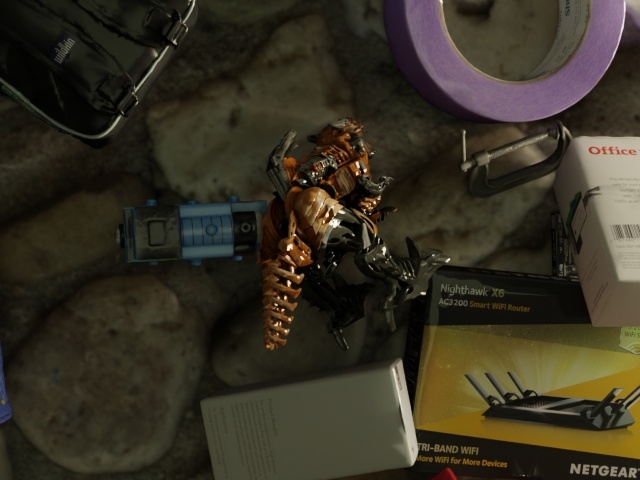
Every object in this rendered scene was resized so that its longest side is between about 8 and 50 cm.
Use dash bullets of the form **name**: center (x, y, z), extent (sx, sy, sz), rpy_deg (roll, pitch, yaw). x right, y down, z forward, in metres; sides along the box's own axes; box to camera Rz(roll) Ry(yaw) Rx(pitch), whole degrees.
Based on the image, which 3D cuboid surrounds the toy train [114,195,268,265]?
- **toy train**: center (-0.143, -0.010, 1.366), extent (0.184, 0.105, 0.080), rpy_deg (-3, 92, -9)

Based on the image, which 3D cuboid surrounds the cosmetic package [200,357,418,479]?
- **cosmetic package**: center (-0.012, 0.213, 1.364), extent (0.231, 0.085, 0.117), rpy_deg (-10, 91, 10)

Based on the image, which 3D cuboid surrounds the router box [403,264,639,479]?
- **router box**: center (0.256, 0.163, 1.438), extent (0.309, 0.081, 0.242), rpy_deg (5, 95, -9)

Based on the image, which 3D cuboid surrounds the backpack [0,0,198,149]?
- **backpack**: center (-0.281, -0.249, 1.296), extent (0.253, 0.191, 0.225), rpy_deg (34, 88, -9)

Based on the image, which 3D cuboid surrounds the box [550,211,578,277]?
- **box**: center (0.322, 0.005, 1.485), extent (0.067, 0.018, 0.083), rpy_deg (-3, 91, -9)

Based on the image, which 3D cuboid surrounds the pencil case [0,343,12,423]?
- **pencil case**: center (-0.427, 0.065, 1.314), extent (0.133, 0.119, 0.306), rpy_deg (-8, 93, 34)

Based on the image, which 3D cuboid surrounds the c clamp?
- **c clamp**: center (0.234, -0.101, 1.423), extent (0.161, 0.137, 0.022), rpy_deg (-18, 55, -14)

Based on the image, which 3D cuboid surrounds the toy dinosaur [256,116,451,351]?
- **toy dinosaur**: center (0.000, 0.000, 1.339), extent (0.218, 0.164, 0.322), rpy_deg (47, 64, -20)

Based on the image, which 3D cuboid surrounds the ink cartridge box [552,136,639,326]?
- **ink cartridge box**: center (0.380, -0.013, 1.403), extent (0.160, 0.092, 0.219), rpy_deg (1, 51, -9)

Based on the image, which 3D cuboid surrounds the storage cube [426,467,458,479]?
- **storage cube**: center (0.128, 0.414, 1.344), extent (0.184, 0.193, 0.215), rpy_deg (-26, 124, -8)

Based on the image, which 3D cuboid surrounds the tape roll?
- **tape roll**: center (0.218, -0.277, 1.419), extent (0.275, 0.090, 0.274), rpy_deg (-1, 94, -12)
